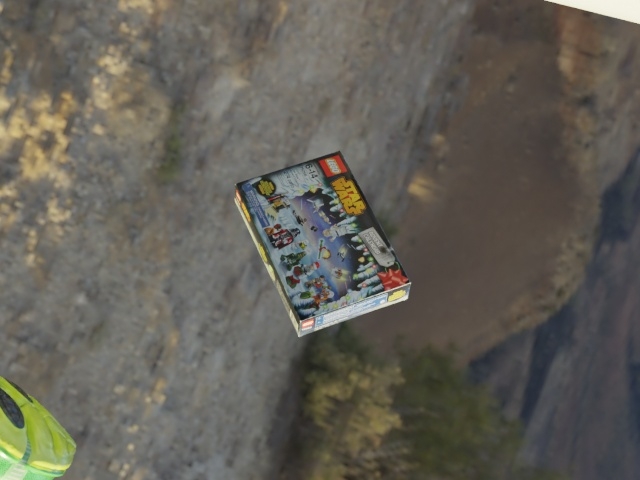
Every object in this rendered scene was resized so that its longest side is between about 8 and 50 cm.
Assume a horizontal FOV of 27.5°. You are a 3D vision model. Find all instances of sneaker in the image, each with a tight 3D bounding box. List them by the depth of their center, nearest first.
[{"bbox_3d":[-0.262,0.138,0.848,0.109,0.295,0.123,43,62,-32],"label":"sneaker"}]

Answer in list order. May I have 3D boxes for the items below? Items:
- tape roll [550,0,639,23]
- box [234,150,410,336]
[{"bbox_3d":[0.231,-0.298,1.008,0.246,0.169,0.246,16,90,-87],"label":"tape roll"},{"bbox_3d":[0.000,0.000,1.027,0.094,0.137,0.027,-19,151,-16],"label":"box"}]
